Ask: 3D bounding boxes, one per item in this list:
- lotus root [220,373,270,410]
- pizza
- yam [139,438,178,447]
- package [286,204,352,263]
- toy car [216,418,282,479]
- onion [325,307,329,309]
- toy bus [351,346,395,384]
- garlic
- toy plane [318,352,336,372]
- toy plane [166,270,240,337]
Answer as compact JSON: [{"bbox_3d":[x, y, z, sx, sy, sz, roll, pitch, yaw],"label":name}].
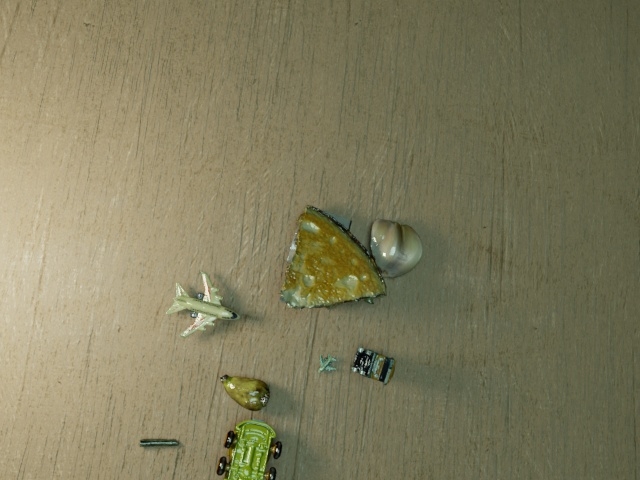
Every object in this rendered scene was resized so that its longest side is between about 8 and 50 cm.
[{"bbox_3d":[-0.272,0.534,1.663,0.191,0.094,0.108,24,54,3],"label":"lotus root"},{"bbox_3d":[0.068,0.099,1.696,0.392,0.080,0.435,19,57,-10],"label":"pizza"},{"bbox_3d":[-0.559,0.703,1.618,0.129,0.033,0.027,6,53,-13],"label":"yam"},{"bbox_3d":[0.000,0.000,1.805,0.204,0.062,0.251,20,75,-8],"label":"package"},{"bbox_3d":[-0.249,0.753,1.605,0.200,0.142,0.248,20,59,-8],"label":"toy car"},{"bbox_3d":[0.010,0.215,1.752,0.150,0.150,0.140,-21,119,-12],"label":"onion"},{"bbox_3d":[0.193,0.456,1.698,0.114,0.201,0.098,21,78,-9],"label":"toy bus"},{"bbox_3d":[0.300,0.034,1.830,0.217,0.110,0.228,9,80,-12],"label":"garlic"},{"bbox_3d":[0.020,0.466,1.752,0.080,0.033,0.083,44,84,-2],"label":"toy plane"},{"bbox_3d":[-0.413,0.242,1.672,0.256,0.104,0.242,18,76,-7],"label":"toy plane"}]
